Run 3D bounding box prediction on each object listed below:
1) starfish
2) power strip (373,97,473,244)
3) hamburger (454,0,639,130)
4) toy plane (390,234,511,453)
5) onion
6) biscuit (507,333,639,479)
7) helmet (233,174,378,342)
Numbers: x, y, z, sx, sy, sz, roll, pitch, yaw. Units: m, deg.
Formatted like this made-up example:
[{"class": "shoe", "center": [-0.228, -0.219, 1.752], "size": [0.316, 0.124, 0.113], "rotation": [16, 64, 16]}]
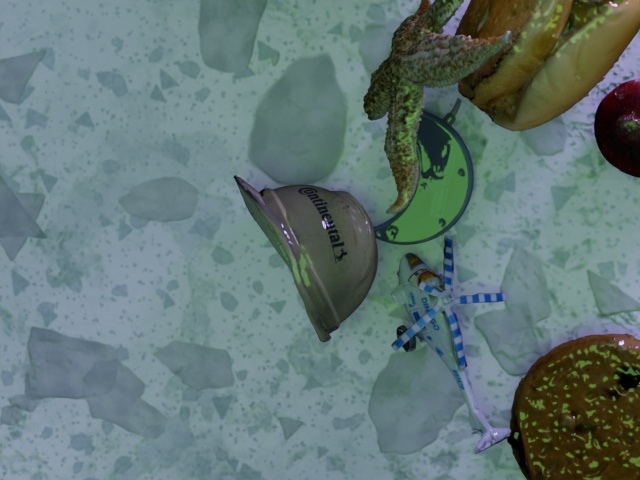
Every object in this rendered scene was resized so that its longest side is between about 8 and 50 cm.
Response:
[{"class": "starfish", "center": [0.131, -0.238, 1.654], "size": [0.078, 0.347, 0.358], "rotation": [20, 114, -13]}, {"class": "power strip", "center": [0.144, -0.094, 1.814], "size": [0.137, 0.044, 0.216], "rotation": [15, 101, 9]}, {"class": "hamburger", "center": [0.281, -0.280, 1.633], "size": [0.174, 0.304, 0.284], "rotation": [35, 113, -6]}, {"class": "toy plane", "center": [0.181, 0.143, 1.818], "size": [0.182, 0.107, 0.273], "rotation": [-40, 98, -25]}, {"class": "onion", "center": [0.417, -0.147, 1.716], "size": [0.131, 0.131, 0.131], "rotation": [2, 98, 11]}, {"class": "biscuit", "center": [0.403, 0.258, 1.798], "size": [0.295, 0.075, 0.296], "rotation": [3, 102, 14]}, {"class": "helmet", "center": [0.001, -0.005, 1.792], "size": [0.137, 0.204, 0.258], "rotation": [-28, 76, -4]}]
